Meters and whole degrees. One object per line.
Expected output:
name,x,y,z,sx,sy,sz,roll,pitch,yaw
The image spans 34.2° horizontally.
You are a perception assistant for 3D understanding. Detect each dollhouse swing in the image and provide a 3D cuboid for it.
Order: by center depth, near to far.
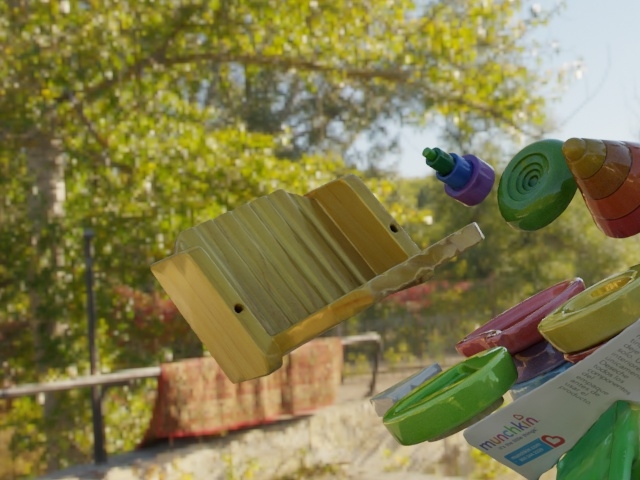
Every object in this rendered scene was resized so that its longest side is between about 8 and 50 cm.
dollhouse swing,0.000,0.000,1.495,0.346,0.315,0.305,-26,-20,-36

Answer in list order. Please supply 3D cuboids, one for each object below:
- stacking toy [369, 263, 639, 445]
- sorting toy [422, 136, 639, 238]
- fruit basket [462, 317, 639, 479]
stacking toy,0.202,0.150,1.003,0.279,0.130,0.309,-31,-2,-6
sorting toy,0.250,-0.090,1.270,0.126,0.127,0.365,28,-10,-32
fruit basket,0.297,0.104,0.524,0.327,0.165,0.353,30,-47,-9
